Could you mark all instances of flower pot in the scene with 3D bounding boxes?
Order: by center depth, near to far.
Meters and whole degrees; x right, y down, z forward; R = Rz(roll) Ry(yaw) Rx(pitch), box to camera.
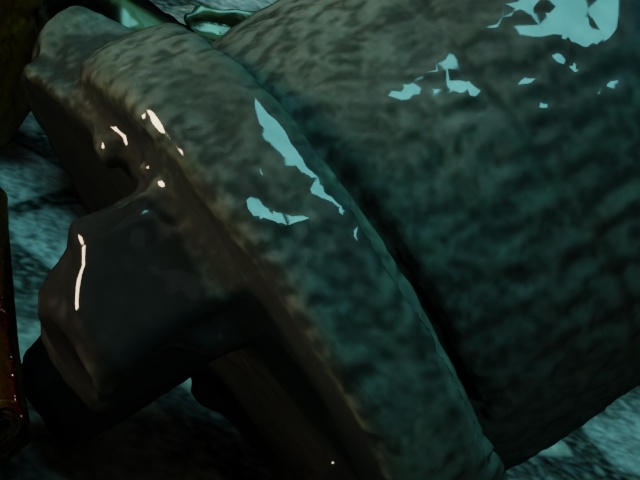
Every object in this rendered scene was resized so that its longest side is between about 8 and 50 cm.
[{"bbox_3d":[0.000,0.000,0.775,0.283,0.299,0.299,-36,45,-13],"label":"flower pot"}]

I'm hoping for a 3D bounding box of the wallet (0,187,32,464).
[{"bbox_3d":[-0.201,0.046,0.787,0.137,0.031,0.255,-19,26,-3],"label":"wallet"}]

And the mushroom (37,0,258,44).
[{"bbox_3d":[-0.017,-0.068,1.135,0.344,0.130,0.247,9,27,-34],"label":"mushroom"}]

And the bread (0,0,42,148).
[{"bbox_3d":[-0.228,-0.140,1.123,0.129,0.134,0.260,12,58,26],"label":"bread"}]
